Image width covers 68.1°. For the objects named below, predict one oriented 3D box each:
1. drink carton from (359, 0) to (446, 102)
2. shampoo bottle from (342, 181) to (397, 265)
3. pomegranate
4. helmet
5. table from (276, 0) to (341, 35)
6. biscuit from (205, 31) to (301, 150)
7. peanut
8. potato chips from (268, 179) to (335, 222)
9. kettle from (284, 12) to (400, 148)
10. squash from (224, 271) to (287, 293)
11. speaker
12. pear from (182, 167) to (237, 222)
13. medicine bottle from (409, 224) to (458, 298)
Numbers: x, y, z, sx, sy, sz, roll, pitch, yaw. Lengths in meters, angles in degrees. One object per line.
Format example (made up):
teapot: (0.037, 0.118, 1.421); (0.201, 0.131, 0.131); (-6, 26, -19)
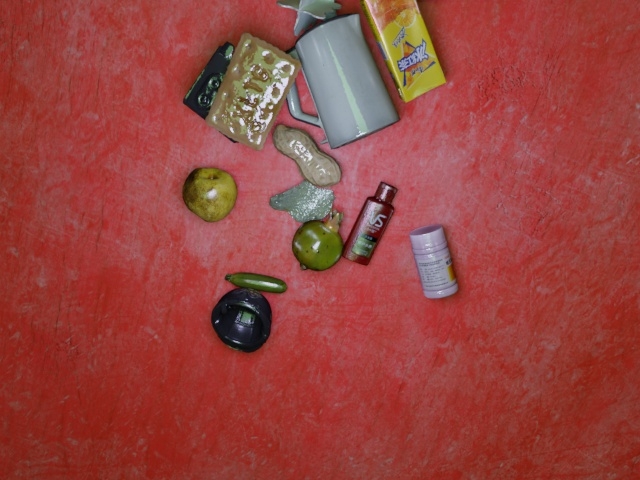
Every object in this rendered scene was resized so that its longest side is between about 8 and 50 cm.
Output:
drink carton: (0.273, -0.650, 1.550); (0.155, 0.111, 0.351); (-26, 115, 9)
shampoo bottle: (0.187, -0.061, 1.750); (0.118, 0.076, 0.314); (23, 104, -10)
pomegranate: (-0.004, -0.002, 1.709); (0.199, 0.198, 0.245); (20, 130, 0)
helmet: (-0.289, 0.288, 1.825); (0.231, 0.160, 0.278); (12, 130, 3)
table: (-0.034, -0.758, 1.519); (0.167, 0.198, 0.166); (13, 129, 16)
biscuit: (-0.220, -0.473, 1.525); (0.217, 0.044, 0.324); (28, 106, -8)
peanut: (-0.053, -0.300, 1.695); (0.298, 0.120, 0.136); (44, 122, -2)
potato chips: (-0.071, -0.144, 1.760); (0.229, 0.059, 0.167); (20, 111, -9)
kettle: (0.041, -0.510, 1.604); (0.361, 0.250, 0.376); (-16, 100, 37)
squash: (-0.253, 0.161, 1.841); (0.252, 0.066, 0.066); (9, 103, 2)
speaker: (-0.291, -0.503, 1.633); (0.232, 0.184, 0.254); (39, 104, -5)
pear: (-0.400, -0.162, 1.719); (0.198, 0.197, 0.197); (1, 103, 4)
medicine bottle: (0.415, 0.077, 1.739); (0.134, 0.133, 0.249); (-16, 100, 8)
